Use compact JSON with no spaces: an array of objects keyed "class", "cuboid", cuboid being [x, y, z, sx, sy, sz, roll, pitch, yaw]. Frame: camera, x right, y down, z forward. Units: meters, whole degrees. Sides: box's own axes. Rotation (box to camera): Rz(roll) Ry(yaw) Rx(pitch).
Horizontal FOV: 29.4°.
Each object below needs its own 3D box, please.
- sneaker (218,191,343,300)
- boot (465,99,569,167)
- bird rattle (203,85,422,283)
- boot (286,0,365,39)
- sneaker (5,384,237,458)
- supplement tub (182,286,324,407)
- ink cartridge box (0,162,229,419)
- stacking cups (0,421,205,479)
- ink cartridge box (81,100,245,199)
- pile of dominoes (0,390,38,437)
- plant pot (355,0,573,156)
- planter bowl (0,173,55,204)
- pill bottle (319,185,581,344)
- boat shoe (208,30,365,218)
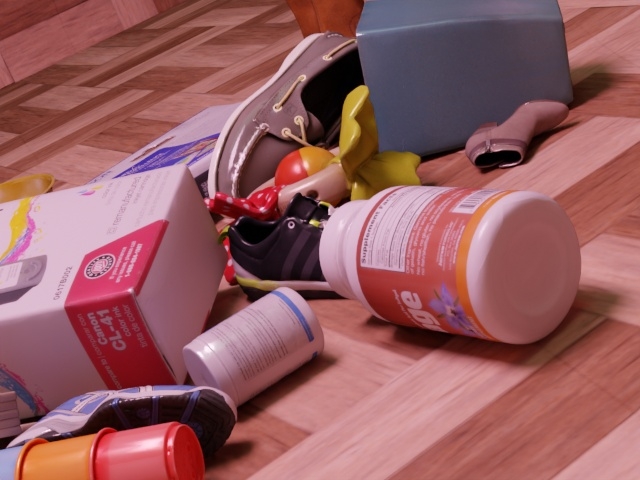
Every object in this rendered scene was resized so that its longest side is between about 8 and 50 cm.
[{"class":"sneaker","cuboid":[0.000,0.000,1.192,0.235,0.097,0.084,-11,24,28]},{"class":"boot","cuboid":[0.218,-0.113,1.348,0.118,0.042,0.087,-17,27,17]},{"class":"bird rattle","cuboid":[-0.013,-0.050,1.368,0.253,0.143,0.207,-34,8,4]},{"class":"boot","cuboid":[0.066,-0.303,1.621,0.264,0.280,0.096,1,30,46]},{"class":"sneaker","cuboid":[-0.164,0.149,1.008,0.211,0.080,0.081,-13,23,21]},{"class":"supplement tub","cuboid":[-0.057,0.094,1.054,0.107,0.071,0.071,-30,22,-24]},{"class":"ink cartridge box","cuboid":[-0.269,0.058,1.208,0.306,0.131,0.226,-10,34,15]},{"class":"stacking cups","cuboid":[-0.248,0.201,0.950,0.316,0.096,0.096,-14,22,18]},{"class":"ink cartridge box","cuboid":[-0.159,-0.115,1.682,0.304,0.072,0.307,-37,18,-34]},{"class":"pile of dominoes","cuboid":[-0.380,0.175,1.097,0.251,0.040,0.196,-13,-6,23]},{"class":"plant pot","cuboid":[0.177,-0.209,1.463,0.234,0.165,0.165,-8,23,10]},{"class":"planter bowl","cuboid":[-0.443,-0.003,1.657,0.217,0.090,0.217,-20,20,7]},{"class":"pill bottle","cuboid":[0.100,0.015,1.021,0.121,0.121,0.216,-35,23,-30]},{"class":"boat shoe","cuboid":[-0.031,-0.149,1.522,0.091,0.109,0.305,5,51,42]}]
